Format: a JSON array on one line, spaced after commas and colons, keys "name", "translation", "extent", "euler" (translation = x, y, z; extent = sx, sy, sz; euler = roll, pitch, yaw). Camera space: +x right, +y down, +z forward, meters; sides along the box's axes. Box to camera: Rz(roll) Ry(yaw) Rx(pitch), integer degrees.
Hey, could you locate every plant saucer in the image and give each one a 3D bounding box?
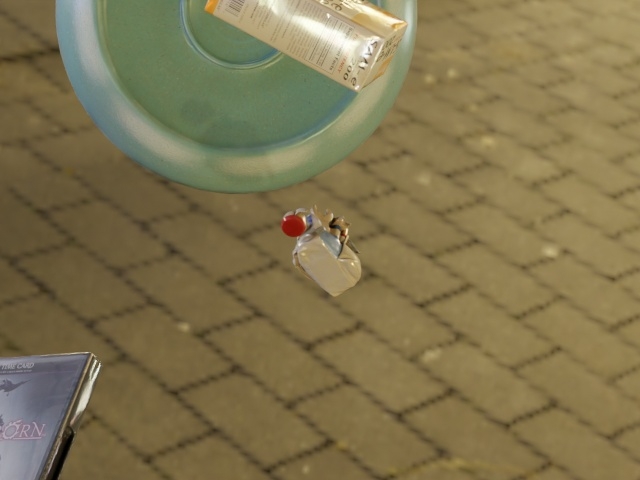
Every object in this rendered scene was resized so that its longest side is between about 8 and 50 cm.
[{"name": "plant saucer", "translation": [-0.070, -0.198, 1.554], "extent": [0.317, 0.317, 0.044], "euler": [10, 1, -6]}]

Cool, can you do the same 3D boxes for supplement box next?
[{"name": "supplement box", "translation": [-0.007, -0.124, 0.992], "extent": [0.098, 0.036, 0.062], "euler": [29, 20, 5]}]

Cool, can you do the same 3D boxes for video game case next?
[{"name": "video game case", "translation": [-0.310, 0.217, 1.529], "extent": [0.196, 0.026, 0.274], "euler": [-5, 51, 30]}]

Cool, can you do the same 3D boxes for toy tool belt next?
[{"name": "toy tool belt", "translation": [0.000, 0.000, 1.413], "extent": [0.083, 0.052, 0.051], "euler": [50, 26, -22]}]
